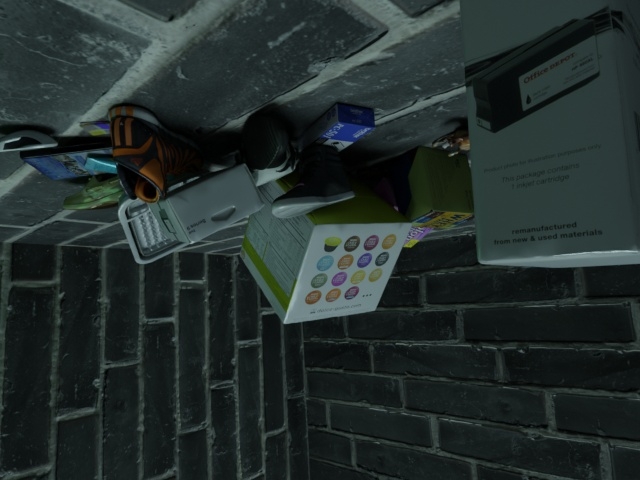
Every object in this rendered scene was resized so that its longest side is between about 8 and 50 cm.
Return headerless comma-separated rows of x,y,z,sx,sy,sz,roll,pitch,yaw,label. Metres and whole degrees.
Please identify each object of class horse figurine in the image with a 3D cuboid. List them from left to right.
0.420,-0.255,1.119,0.264,0.066,0.174,1,177,-10,horse figurine

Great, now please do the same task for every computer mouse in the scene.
-0.693,-0.222,0.961,0.193,0.042,0.106,-7,-165,-4,computer mouse

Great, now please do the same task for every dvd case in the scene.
-0.587,-0.205,1.096,0.253,0.022,0.180,-10,173,-12,dvd case

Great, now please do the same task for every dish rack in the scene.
-0.469,-0.085,1.321,0.286,0.072,0.332,-30,155,-27,dish rack

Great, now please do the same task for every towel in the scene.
-0.490,-0.252,0.970,0.084,0.009,0.060,-3,171,0,towel

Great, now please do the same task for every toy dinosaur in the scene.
0.208,-0.216,1.405,0.183,0.053,0.093,9,-177,-24,toy dinosaur

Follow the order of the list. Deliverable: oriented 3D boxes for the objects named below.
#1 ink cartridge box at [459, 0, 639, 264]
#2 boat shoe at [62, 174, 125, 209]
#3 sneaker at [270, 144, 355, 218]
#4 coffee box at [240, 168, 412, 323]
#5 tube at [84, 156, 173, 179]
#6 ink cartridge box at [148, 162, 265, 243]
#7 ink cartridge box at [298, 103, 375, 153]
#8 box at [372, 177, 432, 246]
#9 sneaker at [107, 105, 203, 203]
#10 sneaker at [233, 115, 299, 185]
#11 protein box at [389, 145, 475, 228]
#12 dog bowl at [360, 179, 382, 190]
0.326,-0.166,0.558,0.166,0.394,0.286,-8,170,44,ink cartridge box
-0.661,-0.152,1.315,0.303,0.098,0.109,-8,-176,19,boat shoe
-0.033,-0.143,1.009,0.105,0.146,0.296,-19,-178,36,sneaker
0.000,0.000,1.299,0.338,0.334,0.338,-2,-146,-34,coffee box
-0.490,-0.189,1.110,0.207,0.052,0.080,-1,165,-33,tube
-0.302,-0.096,1.109,0.211,0.121,0.289,-31,-162,-25,ink cartridge box
0.032,-0.256,1.020,0.097,0.046,0.207,1,171,-28,ink cartridge box
0.261,-0.085,1.436,0.243,0.117,0.213,4,146,-32,box
-0.381,-0.167,1.006,0.125,0.179,0.321,-5,172,15,sneaker
-0.112,-0.220,1.047,0.146,0.122,0.330,-15,179,-22,sneaker
0.341,-0.150,1.281,0.201,0.199,0.136,1,162,-32,protein box
0.178,-0.145,1.651,0.349,0.102,0.349,-4,172,-1,dog bowl
